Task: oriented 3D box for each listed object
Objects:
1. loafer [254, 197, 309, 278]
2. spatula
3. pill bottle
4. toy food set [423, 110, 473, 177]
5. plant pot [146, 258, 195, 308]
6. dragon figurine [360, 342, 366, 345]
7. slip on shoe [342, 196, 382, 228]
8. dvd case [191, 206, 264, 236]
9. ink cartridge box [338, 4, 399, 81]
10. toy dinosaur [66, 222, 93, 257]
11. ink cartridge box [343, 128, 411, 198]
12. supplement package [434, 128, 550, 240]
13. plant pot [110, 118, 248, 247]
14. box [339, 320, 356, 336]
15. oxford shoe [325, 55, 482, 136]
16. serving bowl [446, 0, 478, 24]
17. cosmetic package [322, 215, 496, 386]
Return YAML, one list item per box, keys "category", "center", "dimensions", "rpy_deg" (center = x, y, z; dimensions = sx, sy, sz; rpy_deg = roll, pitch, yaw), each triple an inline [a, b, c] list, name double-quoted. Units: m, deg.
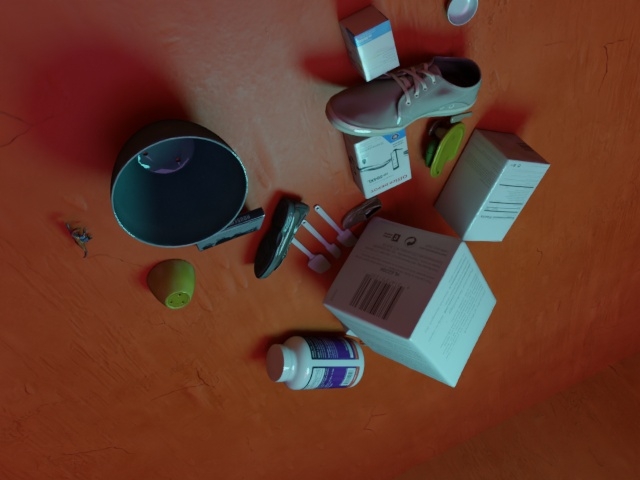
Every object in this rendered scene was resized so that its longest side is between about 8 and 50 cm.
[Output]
- category: "loafer"
  center: [-0.108, 0.004, 1.688]
  dimensions: [0.084, 0.096, 0.267]
  rpy_deg: [6, 125, -33]
- category: "spatula"
  center: [0.000, 0.000, 1.799]
  dimensions: [0.168, 0.019, 0.242]
  rpy_deg: [-38, 137, 9]
- category: "pill bottle"
  center: [-0.019, 0.423, 2.070]
  dimensions: [0.323, 0.181, 0.181]
  rpy_deg: [8, 126, -33]
- category: "toy food set"
  center: [0.344, -0.286, 1.692]
  dimensions: [0.128, 0.071, 0.217]
  rpy_deg: [-28, 146, -39]
- category: "plant pot"
  center: [-0.402, 0.133, 1.644]
  dimensions: [0.134, 0.095, 0.134]
  rpy_deg: [-16, 136, -16]
- category: "dragon figurine"
  center: [0.299, 0.343, 2.240]
  dimensions: [0.289, 0.085, 0.144]
  rpy_deg: [-41, 136, 10]
- category: "slip on shoe"
  center: [0.125, -0.076, 1.778]
  dimensions: [0.135, 0.041, 0.051]
  rpy_deg: [-35, 137, 4]
- category: "dvd case"
  center: [-0.236, -0.026, 1.531]
  dimensions: [0.179, 0.029, 0.239]
  rpy_deg: [-21, 176, -11]
- category: "ink cartridge box"
  center: [0.116, -0.448, 1.383]
  dimensions: [0.090, 0.092, 0.143]
  rpy_deg: [-27, 137, -3]
- category: "toy dinosaur"
  center: [-0.576, -0.004, 1.436]
  dimensions: [0.047, 0.090, 0.082]
  rpy_deg: [-16, -179, -1]
- category: "ink cartridge box"
  center: [0.157, -0.233, 1.615]
  dimensions: [0.148, 0.086, 0.203]
  rpy_deg: [-25, 137, -6]
- category: "supplement package"
  center: [0.512, -0.163, 1.810]
  dimensions: [0.175, 0.177, 0.293]
  rpy_deg: [1, 130, -30]
- category: "plant pot"
  center: [-0.331, -0.157, 1.335]
  dimensions: [0.290, 0.195, 0.290]
  rpy_deg: [-16, 136, -16]
- category: "box"
  center: [0.168, 0.272, 2.096]
  dimensions: [0.170, 0.091, 0.130]
  rpy_deg: [25, 115, -42]
- category: "oxford shoe"
  center: [0.213, -0.365, 1.455]
  dimensions: [0.449, 0.169, 0.130]
  rpy_deg: [-17, 154, -24]
- category: "serving bowl"
  center: [0.338, -0.566, 1.442]
  dimensions: [0.083, 0.027, 0.083]
  rpy_deg: [-15, 135, -16]
- category: "cosmetic package"
  center: [0.283, 0.187, 1.827]
  dimensions: [0.327, 0.329, 0.393]
  rpy_deg: [-59, 140, -15]
